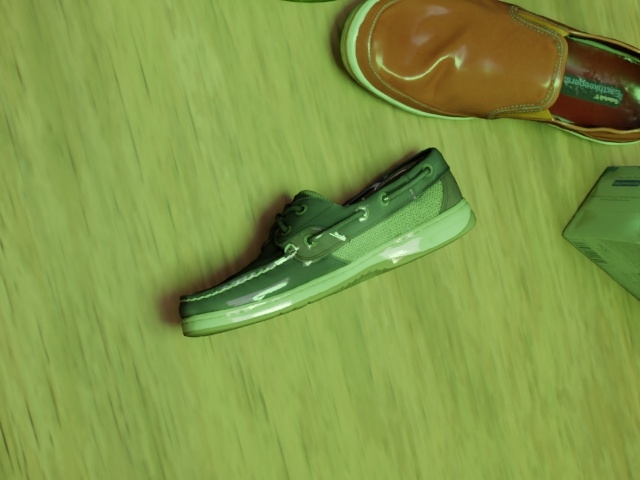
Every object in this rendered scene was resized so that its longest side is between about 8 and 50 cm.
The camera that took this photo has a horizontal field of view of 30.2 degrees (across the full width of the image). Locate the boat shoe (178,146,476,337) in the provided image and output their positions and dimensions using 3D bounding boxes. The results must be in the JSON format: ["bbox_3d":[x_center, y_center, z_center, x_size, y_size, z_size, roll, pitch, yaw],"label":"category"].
[{"bbox_3d":[0.000,0.000,1.030,0.285,0.103,0.092,-23,93,-18],"label":"boat shoe"}]

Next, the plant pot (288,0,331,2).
[{"bbox_3d":[0.026,-0.343,0.917,0.275,0.293,0.274,-1,93,-17],"label":"plant pot"}]

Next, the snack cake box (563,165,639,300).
[{"bbox_3d":[0.375,0.042,1.110,0.264,0.152,0.089,38,82,-15],"label":"snack cake box"}]

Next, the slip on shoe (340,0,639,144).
[{"bbox_3d":[0.180,-0.157,1.072,0.331,0.101,0.123,12,91,-15],"label":"slip on shoe"}]
